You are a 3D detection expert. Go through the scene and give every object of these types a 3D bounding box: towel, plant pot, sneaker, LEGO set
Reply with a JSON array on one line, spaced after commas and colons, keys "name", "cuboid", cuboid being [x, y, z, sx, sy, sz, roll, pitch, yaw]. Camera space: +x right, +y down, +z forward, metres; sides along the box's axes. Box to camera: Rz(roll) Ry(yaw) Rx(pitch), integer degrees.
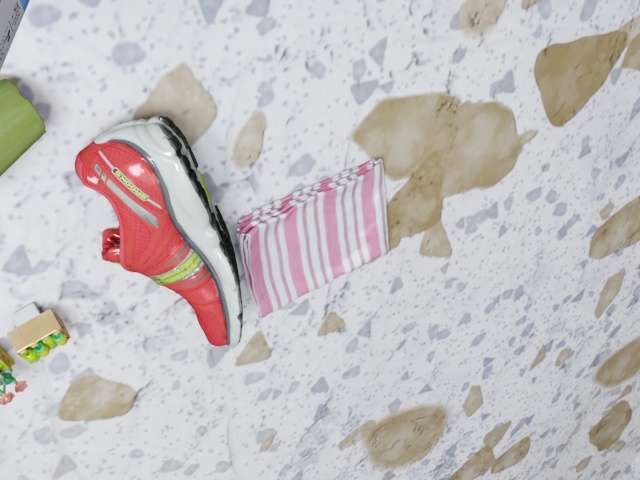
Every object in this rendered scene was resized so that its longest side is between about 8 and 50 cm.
[{"name": "towel", "cuboid": [0.000, 0.000, 0.831, 0.197, 0.029, 0.144, -26, 133, -19]}, {"name": "plant pot", "cuboid": [-0.263, -0.084, 0.553, 0.079, 0.083, 0.083, -42, 137, -20]}, {"name": "sneaker", "cuboid": [-0.152, 0.004, 0.696, 0.118, 0.107, 0.279, -18, 129, -1]}, {"name": "LEGO set", "cuboid": [-0.360, 0.147, 0.620, 0.286, 0.107, 0.132, -4, 122, -34]}]

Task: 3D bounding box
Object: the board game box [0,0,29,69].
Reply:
[{"name": "board game box", "cuboid": [-0.224, -0.266, 0.269, 0.301, 0.086, 0.308, 22, 83, -17]}]
